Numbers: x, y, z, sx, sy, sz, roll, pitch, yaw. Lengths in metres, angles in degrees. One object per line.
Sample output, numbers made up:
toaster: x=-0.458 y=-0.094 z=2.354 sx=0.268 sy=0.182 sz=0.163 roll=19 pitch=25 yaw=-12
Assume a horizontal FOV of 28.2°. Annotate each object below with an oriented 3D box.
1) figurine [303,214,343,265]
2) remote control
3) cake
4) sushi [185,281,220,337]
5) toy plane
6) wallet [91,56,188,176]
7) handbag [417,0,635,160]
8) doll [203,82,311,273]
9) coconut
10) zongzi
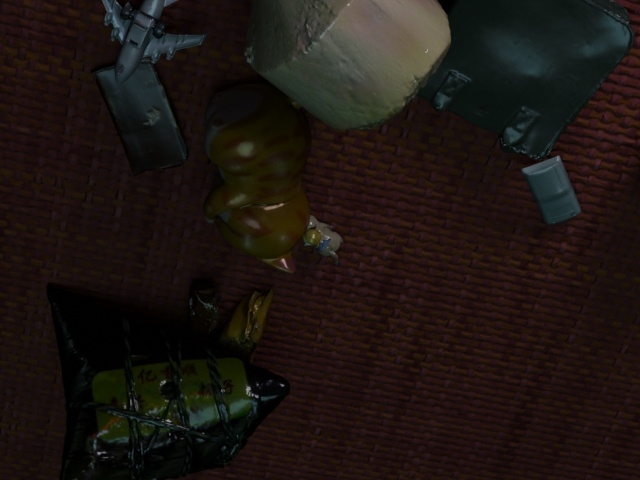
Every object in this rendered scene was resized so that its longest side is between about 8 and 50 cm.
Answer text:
figurine: x=0.000 y=0.000 z=1.956 sx=0.083 sy=0.050 sz=0.047 roll=36 pitch=111 yaw=-23
remote control: x=0.345 y=-0.072 z=1.891 sx=0.061 sy=0.029 sz=0.162 roll=-19 pitch=144 yaw=14
cake: x=-0.129 y=0.144 z=2.063 sx=0.080 sy=0.116 sz=0.185 roll=15 pitch=156 yaw=2
sushi: x=-0.186 y=0.110 z=2.027 sx=0.055 sy=0.052 sz=0.120 roll=5 pitch=125 yaw=-5
toy plane: x=-0.244 y=-0.287 z=1.738 sx=0.162 sy=0.065 sz=0.171 roll=28 pitch=108 yaw=-2
wallet: x=-0.257 y=-0.181 z=1.841 sx=0.095 sy=0.026 sz=0.176 roll=-14 pitch=119 yaw=10
handbag: x=0.270 y=-0.259 z=1.764 sx=0.247 sy=0.079 sz=0.260 roll=25 pitch=123 yaw=-15
doll: x=-0.090 y=-0.099 z=1.823 sx=0.162 sy=0.167 sz=0.269 roll=5 pitch=127 yaw=-2
coconut: x=0.020 y=-0.283 z=1.651 sx=0.244 sy=0.239 sz=0.239 roll=38 pitch=116 yaw=-24
zongzi: x=-0.282 y=0.216 z=2.021 sx=0.383 sy=0.362 sz=0.319 roll=-8 pitch=158 yaw=-30
